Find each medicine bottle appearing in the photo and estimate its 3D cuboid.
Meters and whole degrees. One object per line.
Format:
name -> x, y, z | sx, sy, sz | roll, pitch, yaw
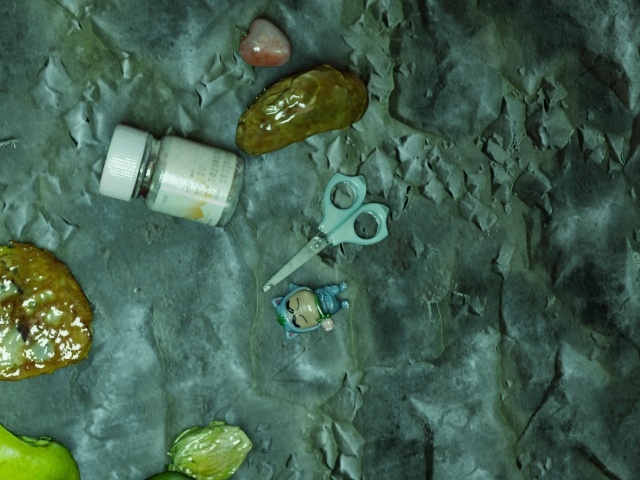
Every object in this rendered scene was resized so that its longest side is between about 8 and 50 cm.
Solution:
medicine bottle -> -0.306, -0.133, 1.507 | 0.273, 0.165, 0.165 | 14, 83, -17

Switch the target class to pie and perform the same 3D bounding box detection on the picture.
pie -> -0.609, 0.149, 1.436 | 0.308, 0.085, 0.308 | 2, 83, -15

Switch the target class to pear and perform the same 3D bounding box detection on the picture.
pear -> -0.572, 0.427, 1.357 | 0.255, 0.238, 0.164 | 30, 73, -13

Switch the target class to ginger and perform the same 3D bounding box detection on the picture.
ginger -> -0.042, -0.299, 1.604 | 0.321, 0.172, 0.165 | -20, 54, -15

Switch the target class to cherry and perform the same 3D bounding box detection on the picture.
cherry -> -0.123, -0.440, 1.620 | 0.126, 0.087, 0.106 | 2, 91, -15

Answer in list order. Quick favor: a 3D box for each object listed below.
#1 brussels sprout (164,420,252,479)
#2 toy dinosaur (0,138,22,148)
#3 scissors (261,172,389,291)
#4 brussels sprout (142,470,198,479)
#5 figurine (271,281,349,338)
brussels sprout -> -0.240, 0.454, 1.541 | 0.181, 0.100, 0.139 | -27, 106, -19
toy dinosaur -> -0.698, -0.186, 1.444 | 0.209, 0.039, 0.082 | -5, 92, -8
scissors -> 0.000, 0.000, 1.673 | 0.360, 0.029, 0.191 | -41, 96, -13
brussels sprout -> -0.306, 0.634, 1.413 | 0.282, 0.289, 0.354 | 23, 93, -2
figurine -> -0.008, 0.144, 1.609 | 0.178, 0.144, 0.114 | -18, 97, -30
